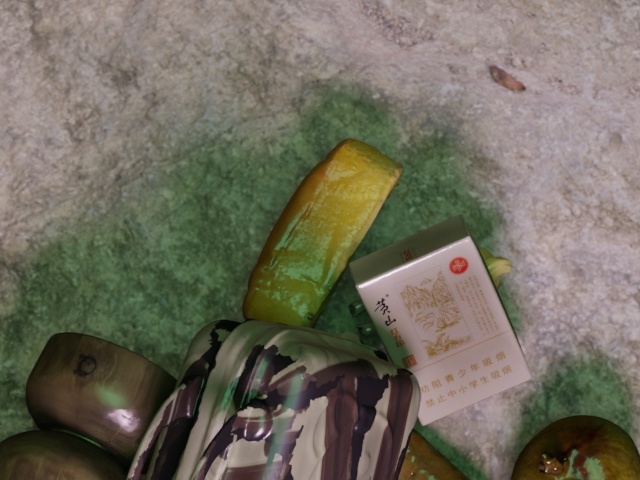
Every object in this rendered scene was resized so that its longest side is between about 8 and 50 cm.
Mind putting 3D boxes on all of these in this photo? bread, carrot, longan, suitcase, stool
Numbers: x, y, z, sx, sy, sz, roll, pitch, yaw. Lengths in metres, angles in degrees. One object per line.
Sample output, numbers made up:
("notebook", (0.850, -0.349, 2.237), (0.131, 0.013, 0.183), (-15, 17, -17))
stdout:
("bread", (0.000, 0.000, 1.917), (0.094, 0.102, 0.245), (28, 80, 11))
("carrot", (0.088, 0.227, 1.912), (0.078, 0.078, 0.298), (-40, 83, -10))
("longan", (0.275, 0.263, 1.873), (0.145, 0.176, 0.154), (-5, 58, 22))
("suitcase", (-0.074, 0.246, 1.742), (0.194, 0.339, 0.351), (17, 90, 33))
("stool", (-0.261, 0.252, 1.784), (0.179, 0.179, 0.264), (26, 65, -1))

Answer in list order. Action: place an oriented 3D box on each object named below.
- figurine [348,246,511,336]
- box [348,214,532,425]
("figurine", (0.125, 0.060, 1.941), (0.187, 0.083, 0.083), (-20, 83, 1))
("box", (0.132, 0.088, 1.880), (0.141, 0.058, 0.201), (-25, 118, 5))
